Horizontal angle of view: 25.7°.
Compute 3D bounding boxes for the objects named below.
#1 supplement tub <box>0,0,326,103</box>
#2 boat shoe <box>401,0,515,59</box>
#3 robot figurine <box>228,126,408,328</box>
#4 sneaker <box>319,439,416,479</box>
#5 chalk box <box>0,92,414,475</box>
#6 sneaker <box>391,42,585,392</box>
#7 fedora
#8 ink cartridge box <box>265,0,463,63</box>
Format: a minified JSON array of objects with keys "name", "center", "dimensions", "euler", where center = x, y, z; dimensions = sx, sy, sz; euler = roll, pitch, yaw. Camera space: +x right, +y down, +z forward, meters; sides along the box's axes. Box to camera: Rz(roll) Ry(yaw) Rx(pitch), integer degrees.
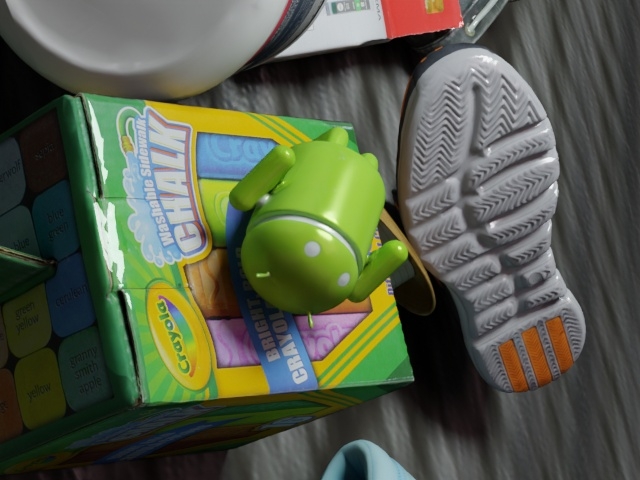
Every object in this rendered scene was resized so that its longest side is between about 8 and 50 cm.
[{"name":"supplement tub","center":[-0.089,-0.192,0.889],"dimensions":[0.191,0.191,0.272],"euler":[60,13,-7]},{"name":"boat shoe","center":[0.153,-0.276,1.332],"dimensions":[0.335,0.121,0.119],"euler":[-48,116,-36]},{"name":"robot figurine","center":[-0.004,-0.008,0.773],"dimensions":[0.101,0.067,0.115],"euler":[41,46,-23]},{"name":"sneaker","center":[-0.036,0.243,0.861],"dimensions":[0.150,0.135,0.366],"euler":[56,32,0]},{"name":"chalk box","center":[-0.117,0.031,0.824],"dimensions":[0.289,0.180,0.179],"euler":[0,72,-46]},{"name":"sneaker","center":[0.103,-0.038,1.085],"dimensions":[0.180,0.125,0.321],"euler":[-119,-171,-50]},{"name":"fedora","center":[0.000,0.000,1.018],"dimensions":[0.079,0.194,0.194],"euler":[-41,107,-8]},{"name":"ink cartridge box","center":[0.025,-0.246,1.127],"dimensions":[0.225,0.056,0.181],"euler":[-14,97,-29]}]
